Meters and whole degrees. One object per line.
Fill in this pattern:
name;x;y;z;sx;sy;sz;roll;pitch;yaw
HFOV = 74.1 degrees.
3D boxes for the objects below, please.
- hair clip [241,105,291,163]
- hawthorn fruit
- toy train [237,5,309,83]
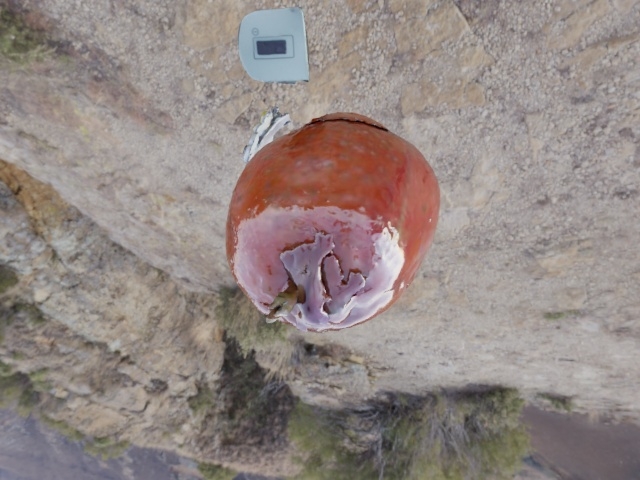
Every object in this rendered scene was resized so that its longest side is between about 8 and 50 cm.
hair clip;-0.133;-0.241;1.014;0.049;0.172;0.116;27;167;12
hawthorn fruit;0.000;0.000;0.522;0.275;0.307;0.276;12;128;15
toy train;-0.065;-0.317;0.688;0.088;0.407;0.087;-6;116;1
